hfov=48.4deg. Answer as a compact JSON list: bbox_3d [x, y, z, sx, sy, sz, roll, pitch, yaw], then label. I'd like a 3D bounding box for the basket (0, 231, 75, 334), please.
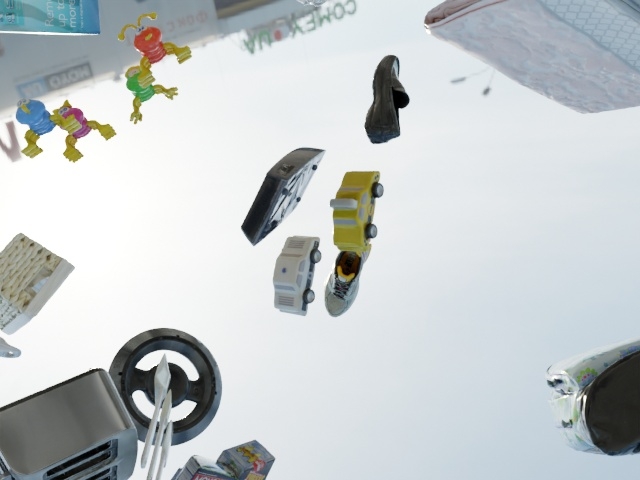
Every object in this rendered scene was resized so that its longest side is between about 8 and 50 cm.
[{"bbox_3d":[-0.489,0.069,1.142,0.167,0.103,0.113,-24,-151,50],"label":"basket"}]

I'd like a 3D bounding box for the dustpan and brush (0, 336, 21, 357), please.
[{"bbox_3d":[-0.422,0.082,0.755,0.211,0.147,0.060,15,-147,-17],"label":"dustpan and brush"}]

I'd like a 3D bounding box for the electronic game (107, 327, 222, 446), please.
[{"bbox_3d":[-0.298,0.281,1.376,0.229,0.229,0.048,-32,179,-37],"label":"electronic game"}]

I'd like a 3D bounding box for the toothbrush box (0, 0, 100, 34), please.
[{"bbox_3d":[-0.523,-0.446,1.152,0.126,0.216,0.295,13,-162,39],"label":"toothbrush box"}]

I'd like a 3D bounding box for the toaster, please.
[{"bbox_3d":[-0.329,0.264,0.924,0.185,0.168,0.110,-21,-122,-32],"label":"toaster"}]

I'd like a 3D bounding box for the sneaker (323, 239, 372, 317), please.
[{"bbox_3d":[0.053,0.088,1.718,0.088,0.225,0.093,19,-157,10],"label":"sneaker"}]

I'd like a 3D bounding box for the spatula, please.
[{"bbox_3d":[-0.241,0.293,1.041,0.019,0.168,0.242,4,-157,-3],"label":"spatula"}]

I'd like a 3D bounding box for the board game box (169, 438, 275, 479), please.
[{"bbox_3d":[-0.166,0.387,1.083,0.060,0.194,0.194,29,-98,41],"label":"board game box"}]

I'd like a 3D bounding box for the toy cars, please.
[{"bbox_3d":[0.000,0.000,1.591,0.087,0.394,0.176,20,-152,-51],"label":"toy cars"}]

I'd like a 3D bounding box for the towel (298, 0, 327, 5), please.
[{"bbox_3d":[0.073,-0.427,1.047,0.282,0.049,0.187,-20,-179,20],"label":"towel"}]

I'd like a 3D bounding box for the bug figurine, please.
[{"bbox_3d":[-0.324,-0.217,1.058,0.279,0.072,0.216,-36,176,-11],"label":"bug figurine"}]

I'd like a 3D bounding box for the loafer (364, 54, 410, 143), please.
[{"bbox_3d":[0.144,-0.288,1.439,0.078,0.076,0.223,-2,-124,23],"label":"loafer"}]

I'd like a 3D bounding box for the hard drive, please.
[{"bbox_3d":[-0.074,-0.100,1.424,0.054,0.172,0.255,31,-154,5],"label":"hard drive"}]

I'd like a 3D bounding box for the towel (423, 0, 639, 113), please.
[{"bbox_3d":[0.352,-0.258,0.957,0.331,0.053,0.317,20,175,-25],"label":"towel"}]

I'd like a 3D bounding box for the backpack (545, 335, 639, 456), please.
[{"bbox_3d":[0.599,0.318,1.436,0.290,0.355,0.273,-24,-119,-3],"label":"backpack"}]
